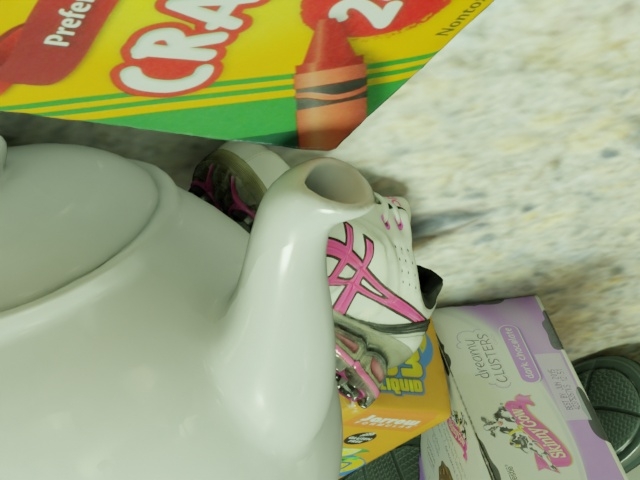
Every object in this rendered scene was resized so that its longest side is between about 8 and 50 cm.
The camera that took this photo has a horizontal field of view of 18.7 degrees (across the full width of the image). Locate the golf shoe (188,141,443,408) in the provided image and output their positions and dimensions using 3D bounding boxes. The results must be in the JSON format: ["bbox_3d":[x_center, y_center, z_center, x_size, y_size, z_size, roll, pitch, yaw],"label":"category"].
[{"bbox_3d":[0.000,0.000,0.906,0.086,0.067,0.186,-51,143,-12],"label":"golf shoe"}]

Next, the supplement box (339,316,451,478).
[{"bbox_3d":[-0.035,0.104,1.080,0.078,0.080,0.233,8,148,-39],"label":"supplement box"}]

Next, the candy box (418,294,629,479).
[{"bbox_3d":[0.105,0.157,1.065,0.070,0.165,0.196,-7,127,-9],"label":"candy box"}]

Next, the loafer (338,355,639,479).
[{"bbox_3d":[0.116,0.156,1.242,0.267,0.096,0.084,-28,156,29],"label":"loafer"}]

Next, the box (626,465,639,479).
[{"bbox_3d":[0.256,0.209,1.367,0.149,0.126,0.232,-29,150,35],"label":"box"}]

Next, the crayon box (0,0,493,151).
[{"bbox_3d":[-0.083,-0.121,0.573,0.319,0.081,0.202,6,151,-31],"label":"crayon box"}]

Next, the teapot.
[{"bbox_3d":[-0.123,0.045,0.783,0.256,0.252,0.187,-23,115,-14],"label":"teapot"}]
